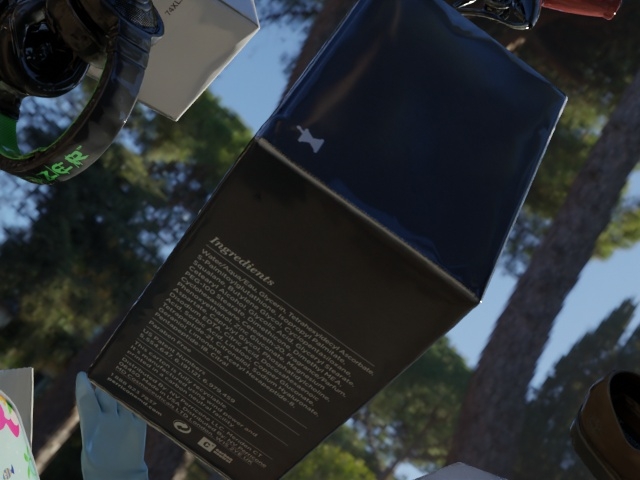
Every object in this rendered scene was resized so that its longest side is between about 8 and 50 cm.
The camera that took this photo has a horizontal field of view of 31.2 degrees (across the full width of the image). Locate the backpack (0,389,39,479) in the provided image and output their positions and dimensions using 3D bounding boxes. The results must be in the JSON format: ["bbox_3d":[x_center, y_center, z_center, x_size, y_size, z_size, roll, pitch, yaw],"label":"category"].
[{"bbox_3d":[-0.295,0.174,0.732,0.225,0.191,0.253,-26,96,-78],"label":"backpack"}]

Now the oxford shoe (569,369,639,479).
[{"bbox_3d":[0.279,0.185,0.840,0.227,0.083,0.096,43,-31,28],"label":"oxford shoe"}]

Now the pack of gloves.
[{"bbox_3d":[-0.260,0.239,1.156,0.046,0.195,0.232,156,-72,-68],"label":"pack of gloves"}]

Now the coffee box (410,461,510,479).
[{"bbox_3d":[0.164,0.462,1.499,0.119,0.168,0.297,14,-78,38],"label":"coffee box"}]

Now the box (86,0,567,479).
[{"bbox_3d":[0.000,0.000,1.052,0.212,0.293,0.395,36,-44,-4],"label":"box"}]

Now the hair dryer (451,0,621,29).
[{"bbox_3d":[0.230,-0.288,1.320,0.223,0.294,0.080,62,-39,33],"label":"hair dryer"}]

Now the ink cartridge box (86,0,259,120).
[{"bbox_3d":[-0.234,-0.349,1.592,0.197,0.270,0.198,28,-58,-34],"label":"ink cartridge box"}]

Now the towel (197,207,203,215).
[{"bbox_3d":[-0.133,0.091,1.666,0.285,0.034,0.209,39,-56,56],"label":"towel"}]

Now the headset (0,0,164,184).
[{"bbox_3d":[-0.315,-0.263,1.337,0.243,0.394,0.185,-15,-30,35],"label":"headset"}]
